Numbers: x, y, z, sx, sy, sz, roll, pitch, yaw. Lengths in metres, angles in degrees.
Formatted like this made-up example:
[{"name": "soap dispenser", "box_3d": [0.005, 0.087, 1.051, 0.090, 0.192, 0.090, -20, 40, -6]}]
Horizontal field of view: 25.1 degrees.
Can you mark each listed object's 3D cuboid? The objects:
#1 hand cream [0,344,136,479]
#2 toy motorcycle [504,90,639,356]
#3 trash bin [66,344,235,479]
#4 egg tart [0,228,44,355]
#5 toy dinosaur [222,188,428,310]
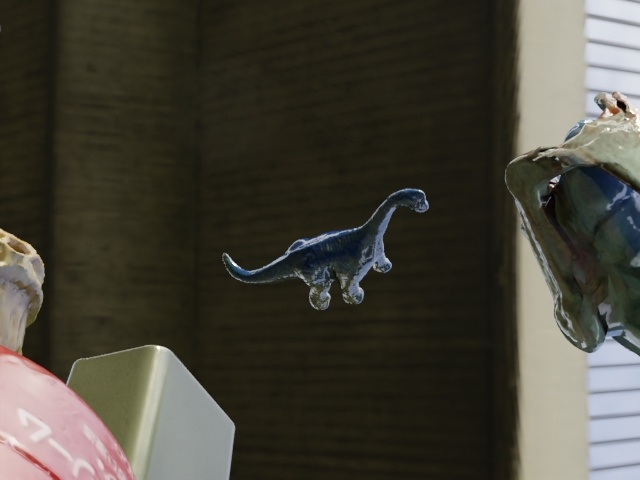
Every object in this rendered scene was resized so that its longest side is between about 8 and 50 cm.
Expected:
[{"name": "hand cream", "box_3d": [-0.152, 0.131, 0.477, 0.125, 0.193, 0.193, -97, -156, -67]}, {"name": "toy motorcycle", "box_3d": [0.292, 0.036, 1.274, 0.182, 0.241, 0.319, -38, -91, 8]}, {"name": "trash bin", "box_3d": [-0.164, 0.235, 1.245, 0.122, 0.164, 0.240, -13, -136, 23]}, {"name": "egg tart", "box_3d": [-0.349, 0.112, 1.026, 0.351, 0.339, 0.153, -47, -124, 43]}, {"name": "toy dinosaur", "box_3d": [0.000, 0.000, 1.613, 0.188, 0.247, 0.075, 80, 15, -55]}]
